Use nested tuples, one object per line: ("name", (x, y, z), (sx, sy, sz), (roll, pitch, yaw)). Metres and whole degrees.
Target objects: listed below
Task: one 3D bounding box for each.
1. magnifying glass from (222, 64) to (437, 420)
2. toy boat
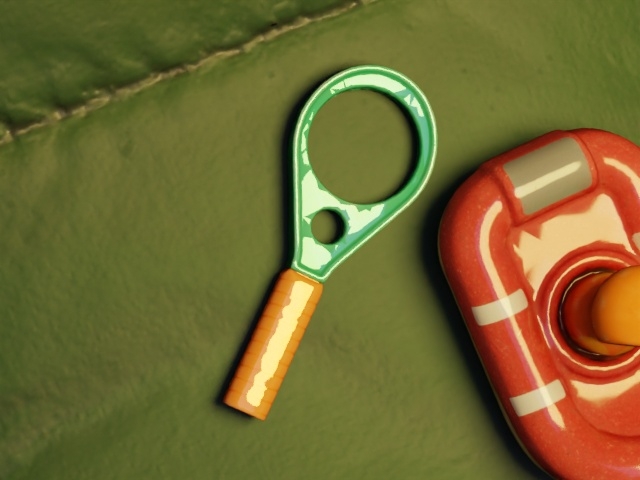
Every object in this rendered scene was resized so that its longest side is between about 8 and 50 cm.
("magnifying glass", (0.000, 0.000, 1.208), (0.092, 0.026, 0.231), (26, 85, -12))
("toy boat", (0.177, 0.047, 1.185), (0.151, 0.151, 0.231), (-25, 95, -12))
